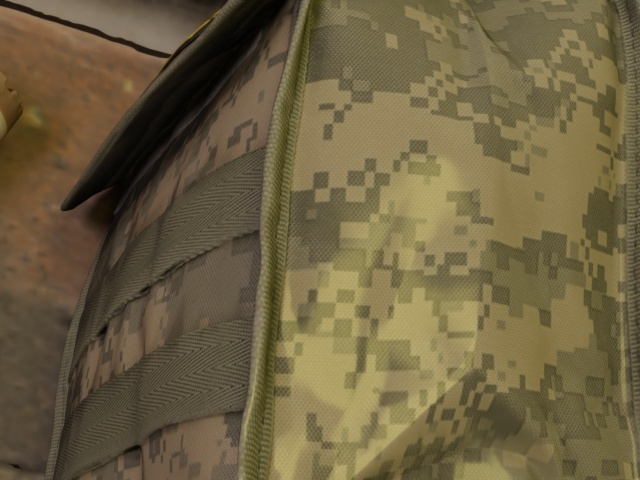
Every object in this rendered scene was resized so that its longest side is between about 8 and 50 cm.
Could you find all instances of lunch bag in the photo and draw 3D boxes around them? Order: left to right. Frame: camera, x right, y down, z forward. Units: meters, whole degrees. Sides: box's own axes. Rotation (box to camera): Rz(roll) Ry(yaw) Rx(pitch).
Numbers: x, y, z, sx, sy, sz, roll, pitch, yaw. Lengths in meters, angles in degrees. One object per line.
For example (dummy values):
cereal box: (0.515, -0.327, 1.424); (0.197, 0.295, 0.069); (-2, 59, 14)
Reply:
lunch bag: (0.000, 0.000, 0.463); (0.169, 0.235, 0.287); (15, 65, -24)

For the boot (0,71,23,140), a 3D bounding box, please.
boot: (-0.203, -0.072, 0.476); (0.158, 0.059, 0.085); (40, 61, -15)
